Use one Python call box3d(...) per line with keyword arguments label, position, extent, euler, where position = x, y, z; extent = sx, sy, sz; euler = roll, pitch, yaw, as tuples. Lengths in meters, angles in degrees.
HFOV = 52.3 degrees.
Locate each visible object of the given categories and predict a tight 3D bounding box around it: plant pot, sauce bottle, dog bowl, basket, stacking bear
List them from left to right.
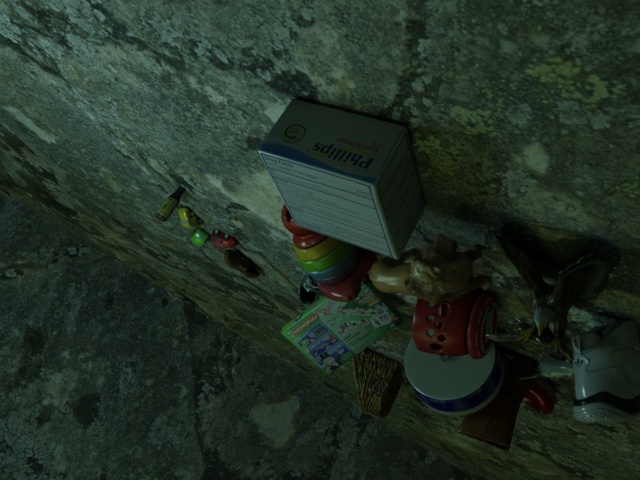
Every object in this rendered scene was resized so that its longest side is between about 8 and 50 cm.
box3d(label="sauce bottle", position=(-0.479, -0.118, 2.085), extent=(0.042, 0.128, 0.042), euler=(25, 159, 10))
box3d(label="stacking bear", position=(0.000, 0.000, 1.706), extent=(0.164, 0.175, 0.289), euler=(0, 135, 40))
box3d(label="basket", position=(0.195, 0.592, 2.695), extent=(0.223, 0.213, 0.299), euler=(21, 157, 20))
box3d(label="dog bowl", position=(0.374, 0.350, 1.835), extent=(0.265, 0.265, 0.104), euler=(14, 151, 37))
box3d(label="plant pot", position=(0.346, 0.205, 1.653), extent=(0.174, 0.191, 0.191), euler=(9, 151, 34))

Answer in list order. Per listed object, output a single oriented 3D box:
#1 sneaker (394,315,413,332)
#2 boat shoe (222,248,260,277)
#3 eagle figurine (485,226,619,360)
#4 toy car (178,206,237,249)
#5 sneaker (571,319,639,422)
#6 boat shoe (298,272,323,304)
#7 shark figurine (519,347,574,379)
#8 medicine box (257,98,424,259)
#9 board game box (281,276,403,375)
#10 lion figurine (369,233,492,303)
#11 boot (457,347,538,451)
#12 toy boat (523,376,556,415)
box3d(label="sneaker", position=(0.255, 0.269, 2.120), extent=(0.134, 0.051, 0.070), euler=(11, 172, 19))
box3d(label="boat shoe", position=(-0.287, 0.085, 2.397), extent=(0.060, 0.064, 0.178), euler=(4, 154, 40))
box3d(label="eagle figurine", position=(0.465, 0.102, 1.330), extent=(0.226, 0.225, 0.298), euler=(-10, 118, -3))
box3d(label="toy car", position=(-0.427, -0.019, 2.349), extent=(0.239, 0.053, 0.225), euler=(34, 159, -9))
box3d(label="sneaker", position=(0.711, 0.282, 1.433), extent=(0.366, 0.210, 0.137), euler=(-1, 166, -16))
box3d(label="boat shoe", position=(-0.005, 0.136, 2.079), extent=(0.116, 0.099, 0.319), euler=(31, 159, -2))
box3d(label="shark figurine", position=(0.606, 0.298, 1.658), extent=(0.166, 0.116, 0.278), euler=(-4, 168, -5))
box3d(label="medicine box", position=(0.053, -0.122, 1.346), extent=(0.264, 0.149, 0.289), euler=(20, 156, 26))
box3d(label="board game box", position=(0.065, 0.259, 2.015), extent=(0.317, 0.046, 0.213), euler=(-38, 106, 20))
box3d(label="lion figurine", position=(0.216, 0.078, 1.467), extent=(0.240, 0.142, 0.392), euler=(-9, 174, -32))
box3d(label="boot", position=(0.463, 0.437, 1.892), extent=(0.264, 0.280, 0.096), euler=(22, 157, 21))
box3d(label="toy boat", position=(0.592, 0.474, 1.989), extent=(0.231, 0.151, 0.151), euler=(21, 158, 23))
